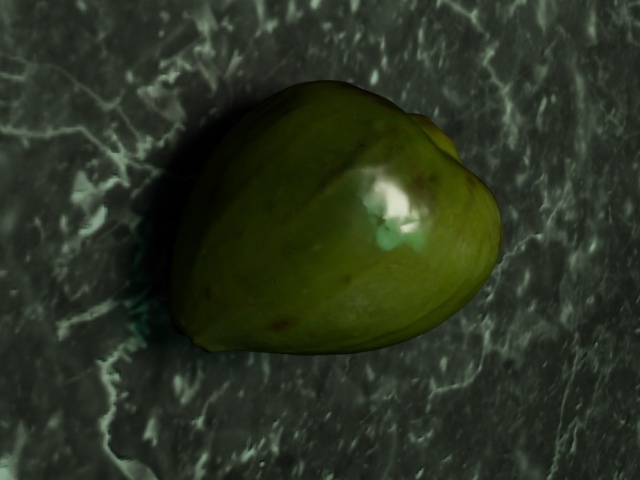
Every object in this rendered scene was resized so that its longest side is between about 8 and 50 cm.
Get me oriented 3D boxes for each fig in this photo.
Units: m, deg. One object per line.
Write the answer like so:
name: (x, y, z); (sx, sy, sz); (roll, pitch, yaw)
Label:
fig: (0.000, 0.000, 0.793); (0.225, 0.203, 0.203); (-44, 127, 1)
